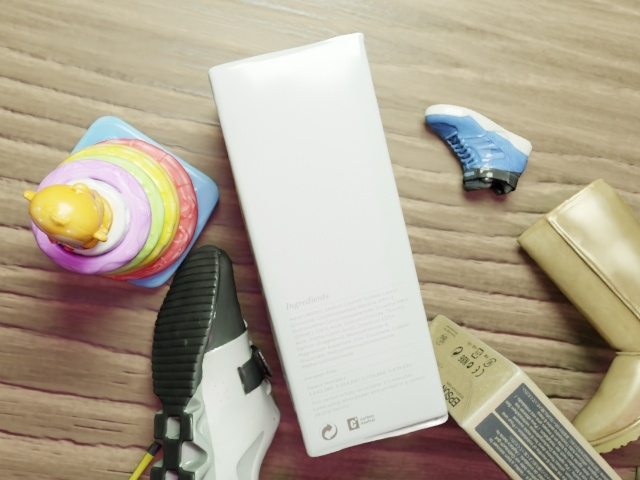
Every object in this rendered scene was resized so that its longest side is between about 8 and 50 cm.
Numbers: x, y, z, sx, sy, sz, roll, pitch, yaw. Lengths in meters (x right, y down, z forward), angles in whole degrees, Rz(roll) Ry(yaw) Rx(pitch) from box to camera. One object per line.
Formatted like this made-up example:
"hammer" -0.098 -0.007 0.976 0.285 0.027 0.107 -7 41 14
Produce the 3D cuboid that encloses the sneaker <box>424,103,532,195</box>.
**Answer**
"sneaker" 0.192 -0.109 0.713 0.152 0.058 0.085 22 84 -16

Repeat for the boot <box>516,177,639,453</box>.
"boot" 0.343 0.096 0.708 0.236 0.089 0.270 -36 73 7

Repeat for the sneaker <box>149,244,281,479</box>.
"sneaker" -0.117 0.174 0.676 0.146 0.122 0.331 10 77 -42

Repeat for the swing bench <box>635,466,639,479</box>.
"swing bench" 0.574 0.477 0.774 0.254 0.165 0.254 5 95 -8

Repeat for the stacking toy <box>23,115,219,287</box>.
"stacking toy" -0.208 -0.026 0.540 0.175 0.302 0.166 33 90 -11

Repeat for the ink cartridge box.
"ink cartridge box" 0.211 0.205 0.659 0.088 0.234 0.193 -43 99 -2

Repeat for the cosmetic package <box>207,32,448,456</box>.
"cosmetic package" 0.000 0.000 0.620 0.156 0.217 0.385 -13 100 -6

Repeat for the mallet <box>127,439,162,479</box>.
"mallet" -0.219 0.272 0.708 0.039 0.062 0.190 37 75 -11
